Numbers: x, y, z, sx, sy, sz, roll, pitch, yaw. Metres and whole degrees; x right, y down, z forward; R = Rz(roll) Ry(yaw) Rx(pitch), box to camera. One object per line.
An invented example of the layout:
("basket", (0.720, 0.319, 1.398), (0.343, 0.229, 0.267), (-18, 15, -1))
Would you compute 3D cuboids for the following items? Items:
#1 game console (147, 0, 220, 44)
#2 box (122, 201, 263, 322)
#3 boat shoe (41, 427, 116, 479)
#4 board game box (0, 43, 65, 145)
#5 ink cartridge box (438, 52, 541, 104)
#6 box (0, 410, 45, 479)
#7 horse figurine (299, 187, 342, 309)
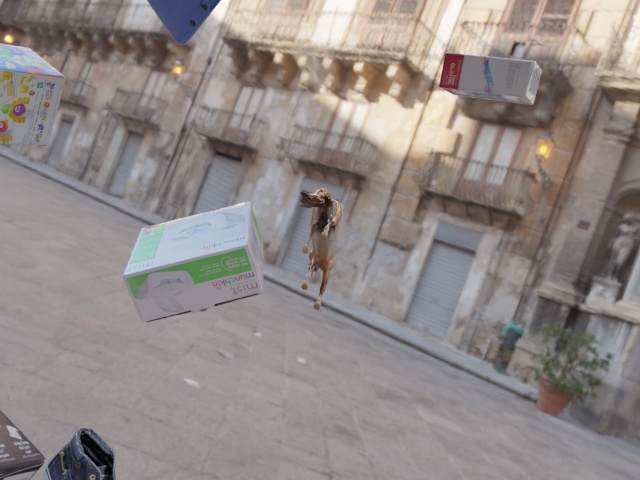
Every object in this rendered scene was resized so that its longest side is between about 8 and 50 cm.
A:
("game console", (-0.210, -0.494, 0.981), (0.174, 0.250, 0.293), (26, -15, -25))
("box", (-0.262, 0.044, 1.352), (0.262, 0.126, 0.231), (-13, 26, 3))
("boat shoe", (-0.275, 0.322, 0.769), (0.183, 0.083, 0.065), (45, 14, 26))
("board game box", (-0.616, -0.261, 1.077), (0.142, 0.144, 0.275), (38, 25, 27))
("ink cartridge box", (0.346, -0.328, 1.274), (0.175, 0.072, 0.127), (14, 10, 24))
("box", (-0.447, 0.195, 0.620), (0.270, 0.165, 0.143), (40, -7, 14))
("horse figurine", (0.000, 0.000, 1.182), (0.066, 0.263, 0.174), (8, 39, 7))
